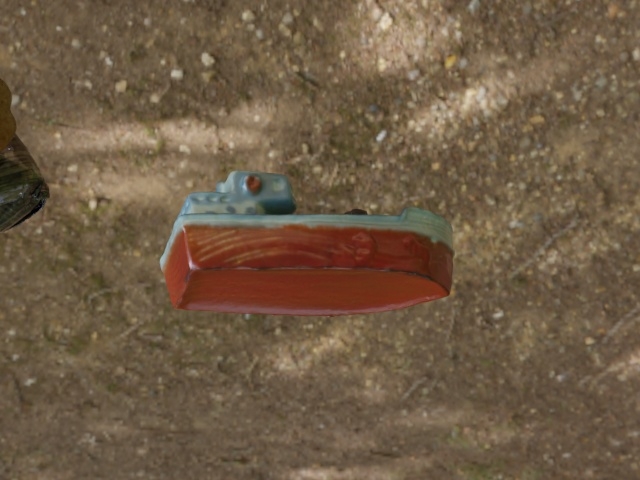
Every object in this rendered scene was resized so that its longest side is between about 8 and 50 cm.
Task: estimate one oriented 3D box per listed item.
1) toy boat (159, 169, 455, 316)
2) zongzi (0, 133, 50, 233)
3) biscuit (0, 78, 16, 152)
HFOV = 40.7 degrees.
[{"bbox_3d":[0.000,0.000,0.935,0.332,0.133,0.145,3,151,-19],"label":"toy boat"},{"bbox_3d":[-0.491,-0.057,0.961,0.289,0.154,0.317,-32,164,0],"label":"zongzi"},{"bbox_3d":[-0.423,-0.193,0.875,0.044,0.186,0.295,15,144,36],"label":"biscuit"}]
